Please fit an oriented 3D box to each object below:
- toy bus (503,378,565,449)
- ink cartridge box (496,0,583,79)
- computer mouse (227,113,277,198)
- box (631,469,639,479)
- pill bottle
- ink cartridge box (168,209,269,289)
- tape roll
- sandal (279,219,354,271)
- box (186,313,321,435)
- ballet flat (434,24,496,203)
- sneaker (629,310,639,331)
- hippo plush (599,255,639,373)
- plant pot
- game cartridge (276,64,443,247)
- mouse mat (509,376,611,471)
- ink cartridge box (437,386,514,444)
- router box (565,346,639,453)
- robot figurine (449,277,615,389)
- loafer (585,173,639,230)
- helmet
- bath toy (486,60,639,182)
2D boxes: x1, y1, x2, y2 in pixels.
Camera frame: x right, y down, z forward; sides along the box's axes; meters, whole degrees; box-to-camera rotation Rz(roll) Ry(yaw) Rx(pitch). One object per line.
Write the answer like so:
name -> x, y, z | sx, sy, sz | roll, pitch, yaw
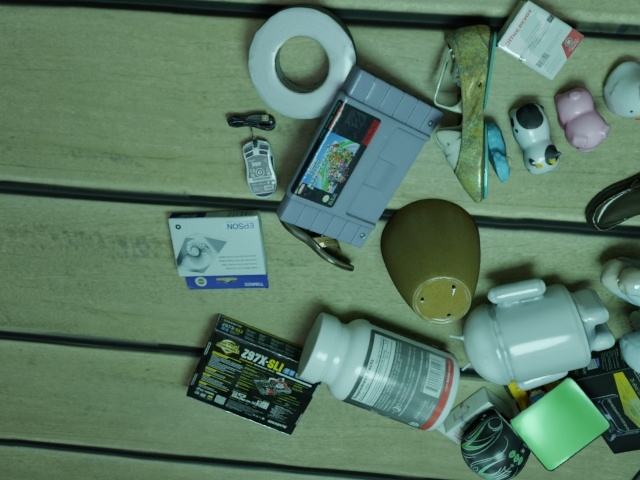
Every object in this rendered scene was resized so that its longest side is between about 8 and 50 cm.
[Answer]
toy bus -> 0.571, 0.428, 1.469 | 0.149, 0.211, 0.220 | -29, 110, 20
ink cartridge box -> 0.425, -0.396, 1.138 | 0.135, 0.056, 0.099 | 28, 116, -10
computer mouse -> -0.142, -0.189, 1.303 | 0.106, 0.042, 0.193 | -6, 111, 3
box -> 0.998, 0.729, 1.514 | 0.179, 0.343, 0.313 | 15, 118, -2
pill bottle -> 0.141, 0.320, 1.448 | 0.363, 0.210, 0.210 | 21, 117, -6
ink cartridge box -> -0.246, 0.035, 1.424 | 0.223, 0.045, 0.224 | -2, 117, 6
tape roll -> -0.035, -0.364, 1.185 | 0.219, 0.072, 0.219 | 2, 118, 3
sandal -> 0.000, 0.000, 1.377 | 0.219, 0.090, 0.060 | 39, 92, -7
box -> -0.173, 0.371, 1.576 | 0.322, 0.079, 0.257 | 23, 115, -7
ballet flat -> 0.285, -0.250, 1.167 | 0.123, 0.123, 0.349 | 1, 100, 4
sneaker -> 0.827, 0.219, 1.436 | 0.065, 0.061, 0.158 | -44, 109, -5
hippo plush -> 0.744, 0.174, 1.299 | 0.294, 0.234, 0.237 | -1, 105, -38
plant pot -> 0.256, 0.065, 1.282 | 0.237, 0.254, 0.237 | 1, 117, 3
game cartridge -> 0.078, -0.164, 1.229 | 0.230, 0.068, 0.355 | 16, 114, -32
mouse mat -> 0.570, 0.438, 1.380 | 0.189, 0.007, 0.153 | -39, 82, 6
ink cartridge box -> 0.423, 0.510, 1.602 | 0.115, 0.067, 0.198 | 37, 114, -15
router box -> 0.805, 0.403, 1.476 | 0.243, 0.081, 0.309 | -25, 115, 32
robot figurine -> 0.494, 0.226, 1.373 | 0.353, 0.200, 0.300 | -17, 108, 13
loafer -> 0.686, -0.092, 1.262 | 0.220, 0.078, 0.080 | -38, 108, 21
helmet -> 0.447, 0.538, 1.497 | 0.169, 0.169, 0.161 | 41, 94, -15
bath toy -> 0.513, -0.234, 1.176 | 0.348, 0.129, 0.151 | -24, 113, 15
